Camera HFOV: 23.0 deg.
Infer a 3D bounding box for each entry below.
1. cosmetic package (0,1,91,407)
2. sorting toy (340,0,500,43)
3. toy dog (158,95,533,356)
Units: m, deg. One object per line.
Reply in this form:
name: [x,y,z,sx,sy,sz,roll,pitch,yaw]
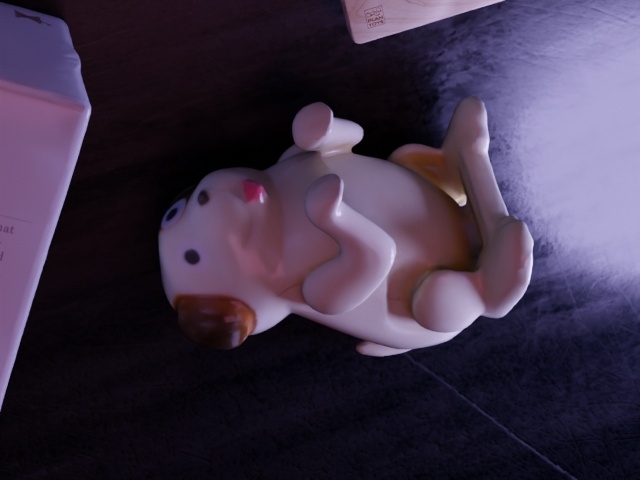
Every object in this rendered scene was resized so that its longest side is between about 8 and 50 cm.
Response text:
cosmetic package: [-0.472,-0.063,1.742,0.327,0.329,0.393,14,109,-19]
sorting toy: [0.124,-0.399,1.877,0.257,0.089,0.255,-17,117,-6]
toy dog: [0.000,0.000,1.956,0.408,0.284,0.395,-1,150,-16]
